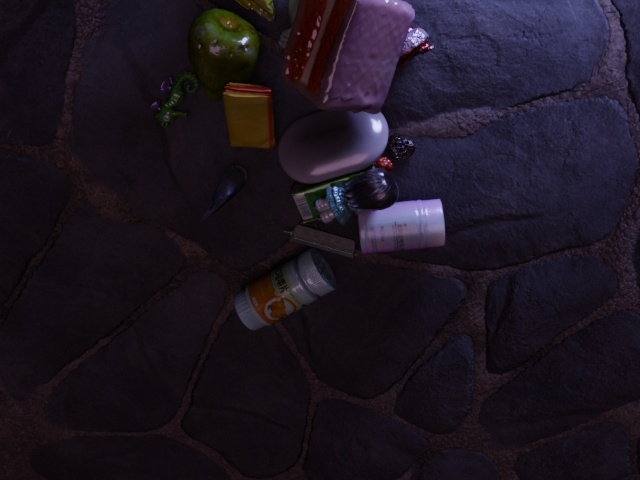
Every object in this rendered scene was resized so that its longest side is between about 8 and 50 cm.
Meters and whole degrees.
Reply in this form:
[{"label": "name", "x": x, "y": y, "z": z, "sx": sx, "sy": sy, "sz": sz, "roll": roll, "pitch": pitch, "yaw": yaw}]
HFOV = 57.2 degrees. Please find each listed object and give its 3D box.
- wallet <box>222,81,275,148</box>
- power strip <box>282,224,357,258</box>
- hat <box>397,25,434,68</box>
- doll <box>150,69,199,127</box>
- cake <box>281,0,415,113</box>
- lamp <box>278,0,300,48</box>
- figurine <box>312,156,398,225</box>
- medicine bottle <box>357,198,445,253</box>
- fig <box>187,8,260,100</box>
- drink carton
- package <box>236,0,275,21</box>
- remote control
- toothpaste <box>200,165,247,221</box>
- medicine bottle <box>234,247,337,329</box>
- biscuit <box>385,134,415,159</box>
[{"label": "wallet", "x": -0.201, "y": -0.358, "z": 1.692, "sx": 0.141, "sy": 0.067, "sz": 0.241, "roll": 3, "pitch": 152, "yaw": -1}, {"label": "power strip", "x": 0.000, "y": 0.000, "z": 1.892, "sx": 0.253, "sy": 0.060, "sz": 0.027, "roll": 16, "pitch": 141, "yaw": -3}, {"label": "hat", "x": 0.201, "y": -0.584, "z": 1.594, "sx": 0.129, "sy": 0.140, "sz": 0.227, "roll": -34, "pitch": 95, "yaw": -4}, {"label": "doll", "x": -0.431, "y": -0.420, "z": 1.746, "sx": 0.115, "sy": 0.050, "sz": 0.190, "roll": 31, "pitch": 110, "yaw": -5}, {"label": "cake", "x": 0.067, "y": -0.507, "z": 1.521, "sx": 0.230, "sy": 0.237, "sz": 0.308, "roll": -4, "pitch": 124, "yaw": -43}, {"label": "lamp", "x": -0.053, "y": -0.611, "z": 1.607, "sx": 0.106, "sy": 0.106, "sz": 0.193, "roll": 25, "pitch": 120, "yaw": -7}, {"label": "figurine", "x": 0.098, "y": -0.129, "z": 1.631, "sx": 0.246, "sy": 0.110, "sz": 0.137, "roll": -21, "pitch": 86, "yaw": 20}, {"label": "medicine bottle", "x": 0.247, "y": -0.044, "z": 1.803, "sx": 0.254, "sy": 0.152, "sz": 0.152, "roll": -5, "pitch": 113, "yaw": 7}, {"label": "fig", "x": -0.286, "y": -0.495, "z": 1.648, "sx": 0.206, "sy": 0.206, "sz": 0.275, "roll": 26, "pitch": 136, "yaw": -7}, {"label": "drink carton", "x": 0.052, "y": -0.155, "z": 1.768, "sx": 0.271, "sy": 0.161, "sz": 0.108, "roll": -15, "pitch": 112, "yaw": 13}, {"label": "package", "x": -0.162, "y": -0.721, "z": 1.570, "sx": 0.168, "sy": 0.090, "sz": 0.226, "roll": 27, "pitch": 110, "yaw": -4}, {"label": "remote control", "x": 0.034, "y": -0.285, "z": 1.704, "sx": 0.332, "sy": 0.103, "sz": 0.221, "roll": -15, "pitch": 68, "yaw": 10}, {"label": "toothpaste", "x": -0.275, "y": -0.145, "z": 1.717, "sx": 0.114, "sy": 0.299, "sz": 0.073, "roll": -39, "pitch": 106, "yaw": 20}, {"label": "medicine bottle", "x": -0.119, "y": 0.165, "z": 1.920, "sx": 0.318, "sy": 0.158, "sz": 0.158, "roll": -31, "pitch": 108, "yaw": 16}, {"label": "biscuit", "x": 0.240, "y": -0.284, "z": 1.766, "sx": 0.089, "sy": 0.027, "sz": 0.087, "roll": -19, "pitch": 112, "yaw": 13}]
